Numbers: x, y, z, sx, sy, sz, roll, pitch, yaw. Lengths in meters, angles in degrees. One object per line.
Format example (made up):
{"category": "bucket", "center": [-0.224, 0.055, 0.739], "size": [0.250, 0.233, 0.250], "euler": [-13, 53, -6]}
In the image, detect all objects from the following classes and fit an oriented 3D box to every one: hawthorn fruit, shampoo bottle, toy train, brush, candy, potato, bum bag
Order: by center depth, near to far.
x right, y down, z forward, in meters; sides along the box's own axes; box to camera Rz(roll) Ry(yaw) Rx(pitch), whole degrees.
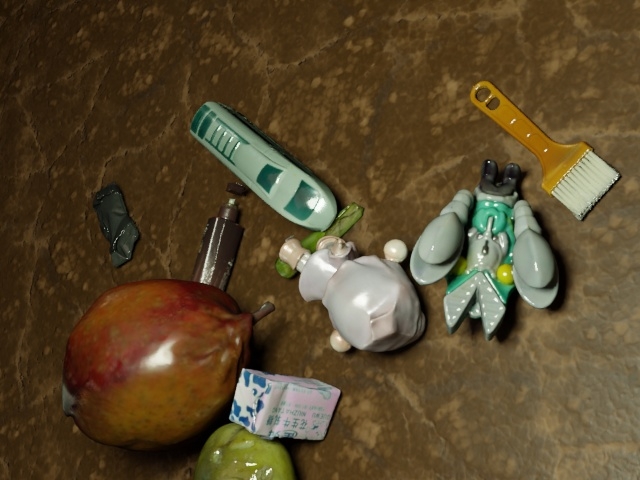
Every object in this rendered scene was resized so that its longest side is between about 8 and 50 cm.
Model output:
{"category": "brush", "center": [0.314, -0.150, 1.632], "size": [0.090, 0.017, 0.314], "euler": [-49, 48, 11]}
{"category": "candy", "center": [-0.055, 0.253, 1.689], "size": [0.073, 0.160, 0.092], "euler": [20, 93, 47]}
{"category": "potato", "center": [-0.117, 0.396, 1.693], "size": [0.197, 0.149, 0.228], "euler": [-12, 70, 63]}
{"category": "hawthorn fruit", "center": [-0.254, 0.204, 1.798], "size": [0.325, 0.308, 0.308], "euler": [9, 79, 34]}
{"category": "toy train", "center": [-0.104, -0.133, 1.909], "size": [0.086, 0.088, 0.407], "euler": [-56, 41, 7]}
{"category": "shampoo bottle", "center": [-0.181, 0.012, 1.957], "size": [0.068, 0.067, 0.236], "euler": [3, 74, 51]}
{"category": "bum bag", "center": [-0.412, -0.038, 2.191], "size": [0.087, 0.049, 0.197], "euler": [-47, 49, 23]}

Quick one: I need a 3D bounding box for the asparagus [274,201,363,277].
{"category": "asparagus", "center": [0.000, 0.000, 1.824], "size": [0.178, 0.045, 0.041], "euler": [-37, 86, 23]}

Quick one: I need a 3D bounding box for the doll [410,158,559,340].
{"category": "doll", "center": [0.218, 0.006, 1.552], "size": [0.195, 0.153, 0.258], "euler": [-17, 64, 4]}

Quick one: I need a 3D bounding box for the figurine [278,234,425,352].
{"category": "figurine", "center": [0.050, 0.072, 1.689], "size": [0.276, 0.133, 0.200], "euler": [40, 104, 44]}
